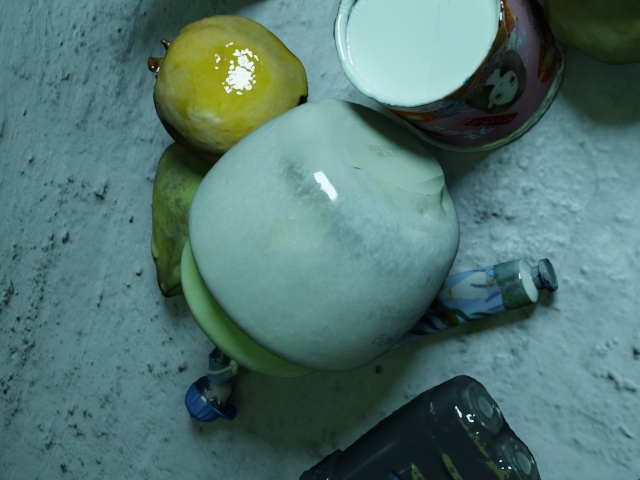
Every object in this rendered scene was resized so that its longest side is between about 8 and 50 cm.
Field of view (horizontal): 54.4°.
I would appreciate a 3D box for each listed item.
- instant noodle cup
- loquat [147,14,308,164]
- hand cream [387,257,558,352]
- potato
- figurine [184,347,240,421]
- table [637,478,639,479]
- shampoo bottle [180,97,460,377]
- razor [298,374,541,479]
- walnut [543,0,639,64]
[{"bbox_3d":[0.155,-0.236,0.755,0.243,0.231,0.243,1,93,29],"label":"instant noodle cup"},{"bbox_3d":[-0.136,-0.222,0.941,0.238,0.193,0.238,0,90,3],"label":"loquat"},{"bbox_3d":[0.183,0.084,0.848,0.271,0.058,0.091,-20,75,33],"label":"hand cream"},{"bbox_3d":[-0.212,-0.061,1.038,0.269,0.112,0.255,-26,77,25],"label":"potato"},{"bbox_3d":[-0.173,0.233,1.038,0.086,0.087,0.149,33,110,64],"label":"figurine"},{"bbox_3d":[0.440,0.354,0.531,0.222,0.272,0.335,-47,67,22],"label":"table"},{"bbox_3d":[0.000,0.000,0.787,0.317,0.322,0.322,-42,71,35],"label":"shampoo bottle"},{"bbox_3d":[0.123,0.331,0.851,0.327,0.107,0.189,-38,73,25],"label":"razor"},{"bbox_3d":[0.337,-0.341,0.624,0.277,0.282,0.253,-37,61,5],"label":"walnut"}]
